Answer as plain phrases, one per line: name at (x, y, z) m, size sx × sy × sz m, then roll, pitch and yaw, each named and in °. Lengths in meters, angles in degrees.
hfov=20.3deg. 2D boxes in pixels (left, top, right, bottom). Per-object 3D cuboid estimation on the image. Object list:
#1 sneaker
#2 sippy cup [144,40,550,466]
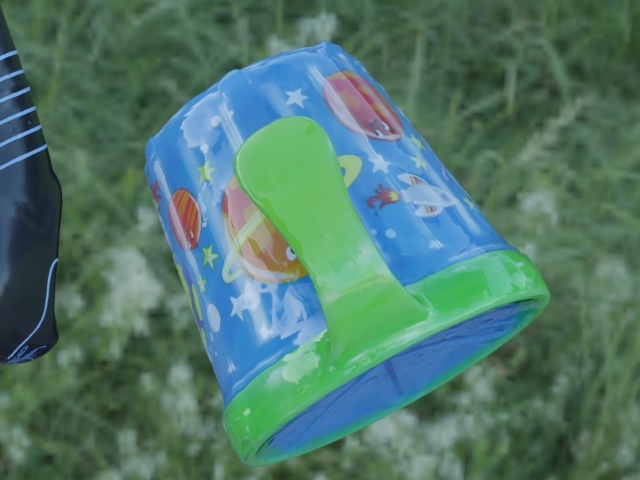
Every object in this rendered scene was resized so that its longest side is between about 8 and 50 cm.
sneaker at (-0.169, -0.051, 0.830) m, size 0.081 × 0.090 × 0.232 m, roll -16°, pitch 67°, yaw 21°
sippy cup at (0.000, 0.000, 1.200) m, size 0.240 × 0.305 × 0.224 m, roll -18°, pitch 72°, yaw -36°
